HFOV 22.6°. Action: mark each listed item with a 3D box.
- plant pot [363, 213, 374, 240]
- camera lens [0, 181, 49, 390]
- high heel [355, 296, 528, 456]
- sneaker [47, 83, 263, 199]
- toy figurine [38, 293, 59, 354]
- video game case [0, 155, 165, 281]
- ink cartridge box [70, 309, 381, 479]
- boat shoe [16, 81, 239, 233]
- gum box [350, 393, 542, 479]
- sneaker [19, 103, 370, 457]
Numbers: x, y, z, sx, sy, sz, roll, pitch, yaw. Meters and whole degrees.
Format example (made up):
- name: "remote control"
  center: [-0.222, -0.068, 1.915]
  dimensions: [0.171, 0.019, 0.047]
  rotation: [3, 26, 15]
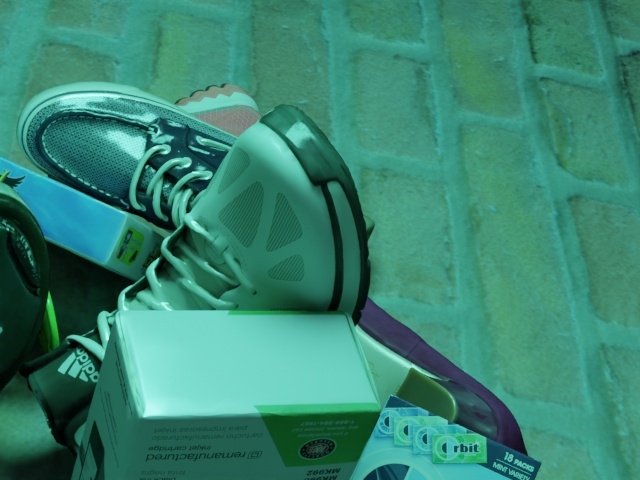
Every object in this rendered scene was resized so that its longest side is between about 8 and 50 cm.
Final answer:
- name: "plant pot"
  center: [0.000, 0.000, 1.833]
  dimensions: [0.109, 0.109, 0.096]
  rotation: [34, 26, 20]
- name: "camera lens"
  center: [-0.397, 0.029, 1.427]
  dimensions: [0.274, 0.219, 0.219]
  rotation: [15, 33, 30]
- name: "high heel"
  center: [0.057, 0.135, 1.724]
  dimensions: [0.377, 0.127, 0.181]
  rotation: [42, 5, 40]
- name: "sneaker"
  center: [-0.167, -0.098, 1.873]
  dimensions: [0.314, 0.116, 0.136]
  rotation: [-19, 52, -39]
- name: "toy figurine"
  center: [-0.349, 0.078, 1.580]
  dimensions: [0.159, 0.130, 0.173]
  rotation: [-12, 18, -15]
- name: "video game case"
  center: [-0.302, -0.039, 1.672]
  dimensions: [0.269, 0.061, 0.244]
  rotation: [24, -5, 8]
- name: "ink cartridge box"
  center: [-0.094, 0.200, 1.390]
  dimensions: [0.211, 0.289, 0.121]
  rotation: [0, 44, -22]
- name: "boat shoe"
  center: [-0.143, -0.062, 1.650]
  dimensions: [0.340, 0.127, 0.158]
  rotation: [15, 18, -17]
- name: "gum box"
  center: [0.098, 0.260, 1.503]
  dimensions: [0.157, 0.041, 0.184]
  rotation: [23, 80, 8]
- name: "sneaker"
  center: [-0.121, 0.079, 1.422]
  dimensions: [0.257, 0.447, 0.169]
  rotation: [-24, 63, -29]
